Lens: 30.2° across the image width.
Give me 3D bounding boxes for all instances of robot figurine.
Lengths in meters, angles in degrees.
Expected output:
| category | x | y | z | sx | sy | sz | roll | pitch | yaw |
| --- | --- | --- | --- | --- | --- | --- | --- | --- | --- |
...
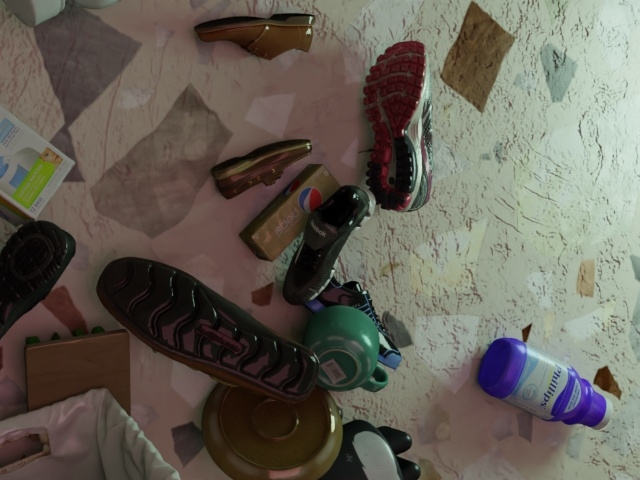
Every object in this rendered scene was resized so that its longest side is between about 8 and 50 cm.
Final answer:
| category | x | y | z | sx | sy | sz | roll | pitch | yaw |
| --- | --- | --- | --- | --- | --- | --- | --- | --- | --- |
| robot figurine | 0.028 | 0.410 | 2.020 | 0.278 | 0.173 | 0.209 | -21 | 61 | -24 |

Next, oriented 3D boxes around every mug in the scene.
| category | x | y | z | sx | sy | sz | roll | pitch | yaw |
| --- | --- | --- | --- | --- | --- | --- | --- | --- | --- |
| mug | 0.045 | 0.190 | 1.980 | 0.157 | 0.097 | 0.129 | 12 | 117 | 1 |

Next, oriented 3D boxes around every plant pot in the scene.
| category | x | y | z | sx | sy | sz | roll | pitch | yaw |
| --- | --- | --- | --- | --- | --- | --- | --- | --- | --- |
| plant pot | -0.077 | 0.298 | 1.950 | 0.236 | 0.032 | 0.236 | 5 | 54 | -7 |

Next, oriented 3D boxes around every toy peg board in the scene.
| category | x | y | z | sx | sy | sz | roll | pitch | yaw |
| --- | --- | --- | --- | --- | --- | --- | --- | --- | --- |
| toy peg board | -0.387 | 0.213 | 1.862 | 0.161 | 0.079 | 0.161 | -8 | 113 | -25 |

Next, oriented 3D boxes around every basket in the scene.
| category | x | y | z | sx | sy | sz | roll | pitch | yaw |
| --- | --- | --- | --- | --- | --- | --- | --- | --- | --- |
| basket | -0.380 | 0.435 | 1.706 | 0.328 | 0.331 | 0.266 | -19 | 118 | -24 |

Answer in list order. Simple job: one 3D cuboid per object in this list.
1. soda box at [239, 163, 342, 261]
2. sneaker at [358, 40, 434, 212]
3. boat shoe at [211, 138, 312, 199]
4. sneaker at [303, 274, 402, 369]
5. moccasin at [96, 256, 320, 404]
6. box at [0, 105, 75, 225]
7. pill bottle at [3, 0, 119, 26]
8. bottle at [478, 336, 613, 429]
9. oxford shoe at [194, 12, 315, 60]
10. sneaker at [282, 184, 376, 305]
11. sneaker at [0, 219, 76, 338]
| category | x | y | z | sx | sy | sz | roll | pitch | yaw |
| --- | --- | --- | --- | --- | --- | --- | --- | --- | --- |
| soda box | -0.050 | -0.048 | 2.006 | 0.181 | 0.058 | 0.061 | -46 | 111 | -17 |
| sneaker | 0.144 | -0.199 | 2.072 | 0.112 | 0.121 | 0.299 | 4 | 91 | -55 |
| boat shoe | -0.094 | -0.121 | 1.979 | 0.178 | 0.064 | 0.060 | -23 | 109 | -16 |
| sneaker | 0.069 | 0.133 | 2.064 | 0.232 | 0.081 | 0.090 | 39 | 84 | -22 |
| moccasin | -0.182 | 0.144 | 1.893 | 0.380 | 0.147 | 0.139 | 24 | 73 | -16 |
| box | -0.488 | -0.127 | 1.750 | 0.203 | 0.103 | 0.114 | 40 | 66 | -23 |
| pill bottle | -0.299 | -0.488 | 1.755 | 0.407 | 0.229 | 0.229 | -35 | 108 | -20 |
| bottle | 0.432 | 0.281 | 2.247 | 0.283 | 0.092 | 0.118 | 27 | 81 | -25 |
| oxford shoe | -0.105 | -0.333 | 1.952 | 0.212 | 0.076 | 0.076 | -5 | 109 | -24 |
| sneaker | 0.000 | 0.000 | 1.971 | 0.234 | 0.078 | 0.106 | -56 | 158 | 0 |
| sneaker | -0.471 | 0.088 | 1.781 | 0.286 | 0.130 | 0.109 | -40 | 84 | 5 |
